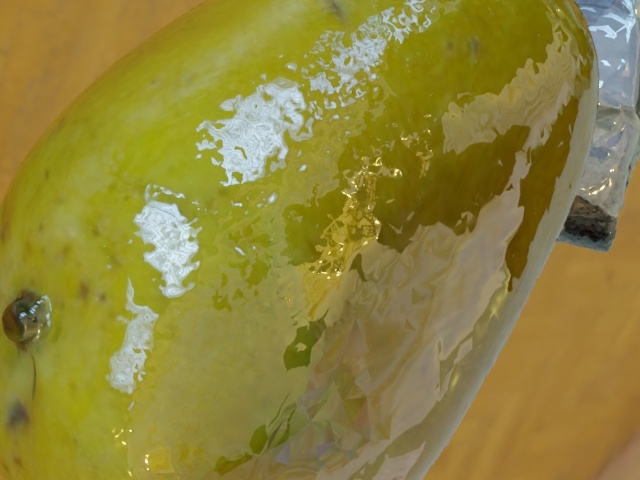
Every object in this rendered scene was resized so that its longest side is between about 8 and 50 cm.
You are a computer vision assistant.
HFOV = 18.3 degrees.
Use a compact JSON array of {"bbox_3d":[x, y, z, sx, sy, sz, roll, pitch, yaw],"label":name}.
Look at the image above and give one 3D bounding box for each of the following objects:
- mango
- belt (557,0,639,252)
[{"bbox_3d":[0.000,0.000,0.925,0.365,0.182,0.253,-40,128,-20],"label":"mango"},{"bbox_3d":[0.173,-0.134,1.306,0.184,0.164,0.289,79,23,-64],"label":"belt"}]
